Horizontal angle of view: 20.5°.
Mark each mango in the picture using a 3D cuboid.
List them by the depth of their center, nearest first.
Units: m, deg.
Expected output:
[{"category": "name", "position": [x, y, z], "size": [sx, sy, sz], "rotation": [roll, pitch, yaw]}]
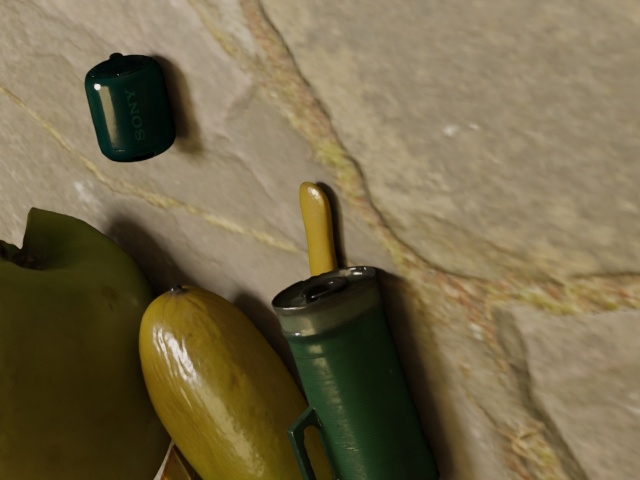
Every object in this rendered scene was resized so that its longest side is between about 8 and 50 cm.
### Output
[{"category": "mango", "position": [-0.055, 0.140, 1.343], "size": [0.237, 0.091, 0.137], "rotation": [50, 155, 16]}]

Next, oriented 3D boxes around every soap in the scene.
[{"category": "soap", "position": [0.000, 0.000, 1.214], "size": [0.034, 0.012, 0.089], "rotation": [32, 137, 48]}]

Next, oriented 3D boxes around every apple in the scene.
[{"category": "apple", "position": [-0.259, 0.112, 1.464], "size": [0.292, 0.292, 0.254], "rotation": [39, 128, 41]}]

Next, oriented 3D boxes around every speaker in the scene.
[{"category": "speaker", "position": [-0.153, -0.104, 1.349], "size": [0.094, 0.060, 0.075], "rotation": [21, 128, 54]}]

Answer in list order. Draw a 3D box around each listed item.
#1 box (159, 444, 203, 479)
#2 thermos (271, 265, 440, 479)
[{"category": "box", "position": [-0.092, 0.259, 1.569], "size": [0.156, 0.022, 0.089], "rotation": [56, 150, 19]}, {"category": "thermos", "position": [0.029, 0.117, 1.184], "size": [0.073, 0.083, 0.188], "rotation": [-9, 106, 38]}]
